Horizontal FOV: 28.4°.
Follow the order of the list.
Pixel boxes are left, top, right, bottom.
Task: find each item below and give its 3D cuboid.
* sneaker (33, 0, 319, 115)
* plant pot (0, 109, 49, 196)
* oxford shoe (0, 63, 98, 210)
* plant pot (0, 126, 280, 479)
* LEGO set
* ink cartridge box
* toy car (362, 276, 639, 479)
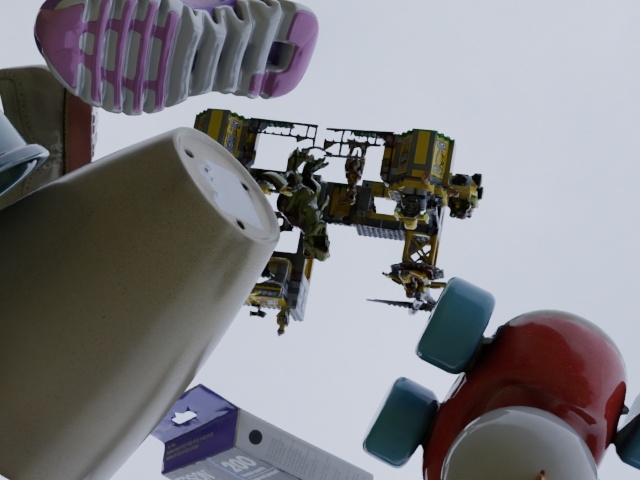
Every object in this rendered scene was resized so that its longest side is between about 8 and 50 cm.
[{"bbox_3d":[-0.117,-0.158,0.949,0.104,0.236,0.095,41,-57,35],"label":"sneaker"},{"bbox_3d":[-0.450,-0.120,1.003,0.341,0.341,0.334,-27,-83,39],"label":"plant pot"},{"bbox_3d":[-0.337,-0.040,1.495,0.123,0.130,0.348,-115,-148,-74],"label":"oxford shoe"},{"bbox_3d":[-0.174,0.037,1.090,0.274,0.256,0.256,-39,-121,17],"label":"plant pot"},{"bbox_3d":[0.000,0.000,1.350,0.331,0.255,0.192,9,-109,4],"label":"LEGO set"},{"bbox_3d":[-0.083,0.231,1.311,0.206,0.208,0.045,-34,-151,57],"label":"ink cartridge box"},{"bbox_3d":[0.142,0.182,0.949,0.219,0.238,0.210,28,-61,4],"label":"toy car"}]
